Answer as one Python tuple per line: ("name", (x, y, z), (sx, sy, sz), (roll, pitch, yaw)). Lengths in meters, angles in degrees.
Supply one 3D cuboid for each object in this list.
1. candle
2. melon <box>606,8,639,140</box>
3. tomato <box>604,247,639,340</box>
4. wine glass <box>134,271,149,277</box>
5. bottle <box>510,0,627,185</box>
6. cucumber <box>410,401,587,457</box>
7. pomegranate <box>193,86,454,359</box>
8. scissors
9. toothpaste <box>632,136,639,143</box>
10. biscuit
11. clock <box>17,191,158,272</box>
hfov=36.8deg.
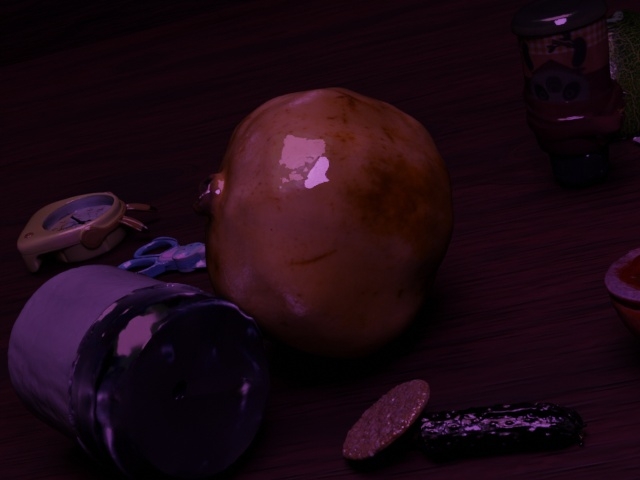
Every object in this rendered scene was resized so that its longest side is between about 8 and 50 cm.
("candle", (-0.229, 0.144, 1.118), (0.221, 0.221, 0.343), (-35, 28, -32))
("melon", (0.496, -0.271, 1.537), (0.265, 0.169, 0.129), (-29, 30, -20))
("tomato", (0.419, 0.064, 1.000), (0.228, 0.112, 0.199), (-6, 21, 22))
("wine glass", (-0.214, 0.097, 1.370), (0.066, 0.066, 0.198), (-34, 32, -30))
("bottle", (0.365, -0.209, 1.376), (0.143, 0.271, 0.156), (-20, 25, -8))
("cucumber", (0.177, 0.190, 0.974), (0.182, 0.053, 0.053), (-7, 28, 13))
("pomegranate", (0.000, -0.020, 1.158), (0.333, 0.332, 0.332), (-14, 27, 7))
("scissors", (-0.210, 0.027, 1.533), (0.256, 0.030, 0.125), (-5, 28, 30))
("toothpaste", (0.532, -0.128, 1.398), (0.052, 0.033, 0.218), (-16, 22, -8))
("biscuit", (0.069, 0.190, 1.018), (0.120, 0.015, 0.120), (-40, 9, 7))
("clock", (-0.411, -0.023, 1.710), (0.232, 0.069, 0.170), (-12, 26, 8))
